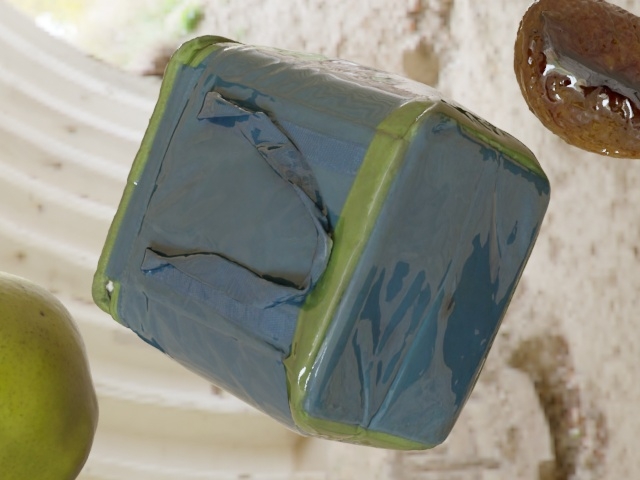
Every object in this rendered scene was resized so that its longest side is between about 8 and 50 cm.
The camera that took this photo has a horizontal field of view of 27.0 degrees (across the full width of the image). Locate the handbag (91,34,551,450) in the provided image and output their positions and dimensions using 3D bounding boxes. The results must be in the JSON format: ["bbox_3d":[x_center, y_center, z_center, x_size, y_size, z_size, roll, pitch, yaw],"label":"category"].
[{"bbox_3d":[0.000,0.000,0.969,0.241,0.222,0.263,26,98,42],"label":"handbag"}]

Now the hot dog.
[{"bbox_3d":[0.299,-0.173,1.364,0.160,0.227,0.099,-65,8,-21],"label":"hot dog"}]

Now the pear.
[{"bbox_3d":[-0.377,0.166,1.397,0.294,0.294,0.294,178,90,-89],"label":"pear"}]
